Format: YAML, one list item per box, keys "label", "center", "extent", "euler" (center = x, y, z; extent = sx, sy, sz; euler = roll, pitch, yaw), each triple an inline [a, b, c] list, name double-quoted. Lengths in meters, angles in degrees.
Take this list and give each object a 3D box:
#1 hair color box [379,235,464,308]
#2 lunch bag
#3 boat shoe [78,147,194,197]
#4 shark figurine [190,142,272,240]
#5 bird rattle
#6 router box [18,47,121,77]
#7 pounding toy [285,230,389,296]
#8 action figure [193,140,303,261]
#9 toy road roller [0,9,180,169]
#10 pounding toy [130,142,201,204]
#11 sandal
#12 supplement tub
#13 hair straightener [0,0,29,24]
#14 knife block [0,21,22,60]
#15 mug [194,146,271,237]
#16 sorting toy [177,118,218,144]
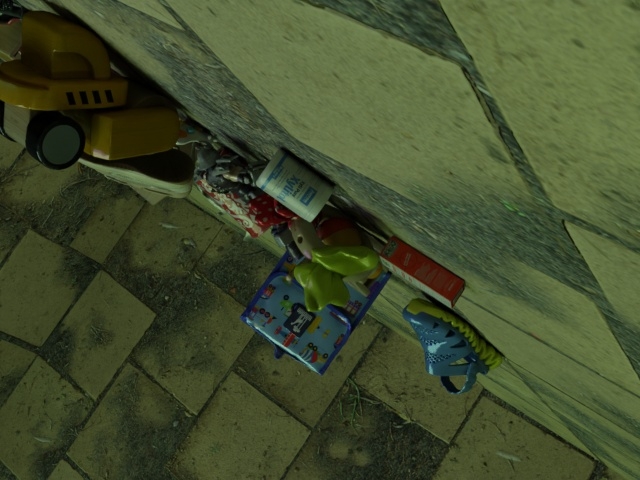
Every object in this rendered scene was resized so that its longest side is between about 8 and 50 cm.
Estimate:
- label: "hair color box"
  center: [0.168, 0.053, 1.549]
  extent: [0.141, 0.043, 0.072]
  euler: [33, 174, 15]
- label: "lunch bag"
  center: [-0.020, 0.134, 2.065]
  extent: [0.221, 0.293, 0.138]
  euler: [34, 175, 0]
- label: "boat shoe"
  center: [-0.397, -0.161, 1.870]
  extent: [0.302, 0.109, 0.098]
  euler: [19, 151, 0]
- label: "shark figurine"
  center: [-0.186, -0.106, 2.065]
  extent: [0.278, 0.116, 0.166]
  euler: [28, 143, -13]
- label: "bird rattle"
  center: [0.000, 0.000, 1.590]
  extent: [0.206, 0.143, 0.253]
  euler: [6, -144, -48]
- label: "router box"
  center: [-0.480, -0.317, 2.027]
  extent: [0.301, 0.082, 0.335]
  euler: [36, 174, -7]
- label: "pounding toy"
  center: [0.040, 0.061, 1.796]
  extent: [0.154, 0.155, 0.269]
  euler: [40, 174, -8]
- label: "action figure"
  center: [-0.125, -0.087, 1.740]
  extent: [0.285, 0.099, 0.185]
  euler: [43, 168, -20]
- label: "toy road roller"
  center: [-0.417, -0.277, 1.672]
  extent: [0.329, 0.241, 0.202]
  euler: [-12, -148, -42]
- label: "pounding toy"
  center: [-0.359, -0.179, 2.135]
  extent: [0.094, 0.181, 0.206]
  euler: [41, 149, -16]
- label: "sandal"
  center: [0.276, 0.238, 2.043]
  extent: [0.317, 0.138, 0.126]
  euler: [41, 174, -36]
- label: "supplement tub"
  center: [-0.040, -0.086, 1.462]
  extent: [0.107, 0.071, 0.071]
  euler: [35, 175, -5]
- label: "hair straightener"
  center: [-0.645, -0.469, 1.893]
  extent: [0.089, 0.047, 0.230]
  euler: [38, 173, -37]
- label: "knife block"
  center: [-0.728, -0.472, 2.152]
  extent: [0.242, 0.088, 0.276]
  euler: [34, 175, 1]
- label: "mug"
  center: [-0.150, -0.111, 1.886]
  extent: [0.169, 0.150, 0.113]
  euler: [41, -151, -17]
- label: "sorting toy"
  center: [-0.238, -0.202, 1.814]
  extent: [0.075, 0.045, 0.083]
  euler: [20, -167, 3]
